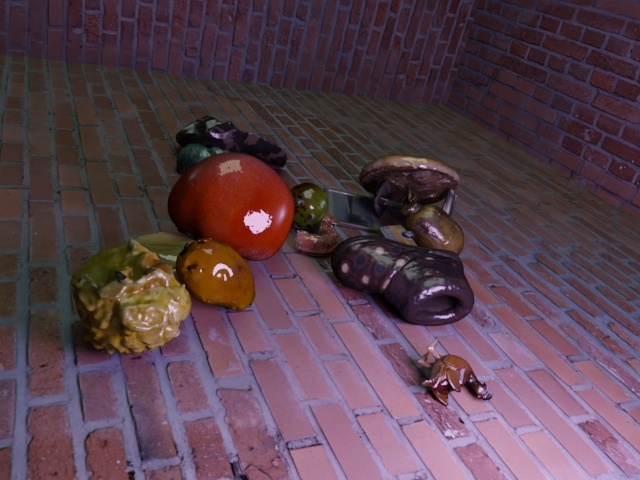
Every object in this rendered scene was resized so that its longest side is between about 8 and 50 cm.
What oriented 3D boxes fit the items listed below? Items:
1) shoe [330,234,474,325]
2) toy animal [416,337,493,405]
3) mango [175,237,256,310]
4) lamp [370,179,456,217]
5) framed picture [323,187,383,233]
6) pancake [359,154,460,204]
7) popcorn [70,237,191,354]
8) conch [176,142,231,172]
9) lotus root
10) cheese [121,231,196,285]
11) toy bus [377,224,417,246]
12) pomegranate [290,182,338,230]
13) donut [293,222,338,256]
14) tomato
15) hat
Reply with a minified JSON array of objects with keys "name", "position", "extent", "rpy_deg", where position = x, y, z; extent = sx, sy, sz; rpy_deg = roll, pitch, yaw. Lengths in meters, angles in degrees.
[{"name":"shoe","position":[0.221,0.116,1.584],"extent":[0.384,0.171,0.237],"rpy_deg":[10,30,-9]},{"name":"toy animal","position":[0.299,0.319,1.329],"extent":[0.179,0.089,0.188],"rpy_deg":[40,30,20]},{"name":"mango","position":[-0.236,0.089,1.373],"extent":[0.151,0.248,0.155],"rpy_deg":[-3,57,21]},{"name":"lamp","position":[0.339,-0.140,2.070],"extent":[0.284,0.124,0.203],"rpy_deg":[23,70,10]},{"name":"framed picture","position":[0.115,-0.112,2.139],"extent":[0.213,0.016,0.289],"rpy_deg":[11,27,-5]},{"name":"pancake","position":[0.325,-0.222,2.154],"extent":[0.387,0.082,0.387],"rpy_deg":[9,-17,3]},{"name":"popcorn","position":[-0.396,0.114,1.215],"extent":[0.250,0.225,0.249],"rpy_deg":[-4,46,4]},{"name":"conch","position":[-0.421,-0.286,2.110],"extent":[0.188,0.121,0.176],"rpy_deg":[12,4,-12]},{"name":"lotus root","position":[0.353,-0.046,1.925],"extent":[0.278,0.154,0.154],"rpy_deg":[45,26,-8]},{"name":"cheese","position":[-0.393,0.048,1.485],"extent":[0.226,0.117,0.214],"rpy_deg":[19,21,19]},{"name":"toy bus","position":[0.260,0.043,1.832],"extent":[0.106,0.092,0.268],"rpy_deg":[-3,30,-13]},{"name":"pomegranate","position":[-0.034,-0.098,1.917],"extent":[0.205,0.159,0.159],"rpy_deg":[34,23,-15]},{"name":"donut","position":[0.000,0.000,1.815],"extent":[0.117,0.065,0.166],"rpy_deg":[25,30,22]},{"name":"tomato","position":[-0.236,-0.097,1.615],"extent":[0.342,0.272,0.341],"rpy_deg":[27,-3,2]},{"name":"hat","position":[-0.343,-0.354,2.293],"extent":[0.382,0.257,0.366],"rpy_deg":[43,-1,-22]}]
